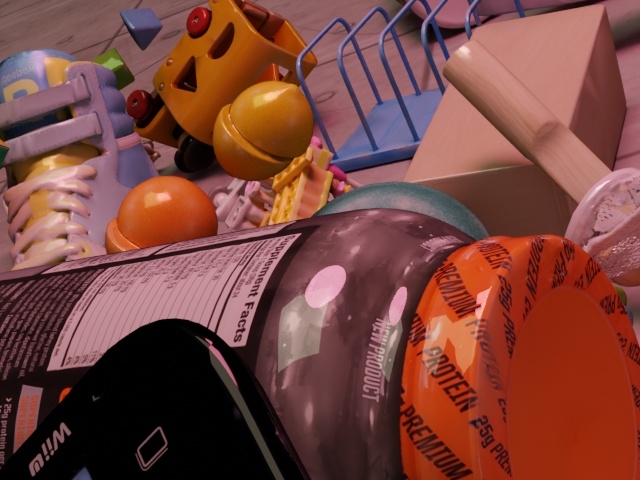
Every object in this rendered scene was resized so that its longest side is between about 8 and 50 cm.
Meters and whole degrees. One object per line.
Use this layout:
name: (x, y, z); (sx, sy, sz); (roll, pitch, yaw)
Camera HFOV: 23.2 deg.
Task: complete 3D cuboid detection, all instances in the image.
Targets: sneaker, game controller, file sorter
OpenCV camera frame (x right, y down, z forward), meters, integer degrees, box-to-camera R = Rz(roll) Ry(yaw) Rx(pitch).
sneaker: (-0.209, -0.025, 1.180); (0.127, 0.208, 0.319); (-17, 22, 12)
game controller: (-0.112, 0.178, 0.573); (0.319, 0.067, 0.166); (-47, 59, 20)
file sorter: (0.083, -0.140, 1.283); (0.170, 0.104, 0.118); (-10, 26, 31)

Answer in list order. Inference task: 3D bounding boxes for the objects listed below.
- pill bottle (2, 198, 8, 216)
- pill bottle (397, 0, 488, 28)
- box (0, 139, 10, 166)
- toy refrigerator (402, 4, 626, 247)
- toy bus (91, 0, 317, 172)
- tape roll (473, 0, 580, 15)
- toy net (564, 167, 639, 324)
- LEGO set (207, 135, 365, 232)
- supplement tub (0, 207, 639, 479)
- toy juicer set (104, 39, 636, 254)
pill bottle: (-0.225, -0.036, 1.422); (0.116, 0.065, 0.065); (-26, 21, -5)
pill bottle: (0.114, -0.290, 1.586); (0.117, 0.117, 0.208); (-25, 20, -2)
box: (-0.295, -0.036, 1.169); (0.105, 0.043, 0.179); (38, 105, 49)
toy refrigerator: (0.141, -0.065, 1.063); (0.102, 0.094, 0.269); (-8, 26, 20)
toy bus: (-0.096, -0.126, 1.433); (0.191, 0.202, 0.104); (-23, 50, -15)
tape roll: (0.234, -0.252, 1.353); (0.219, 0.072, 0.219); (-12, 10, 2)
toy net: (0.121, 0.020, 0.753); (0.122, 0.232, 0.045); (-6, 62, -13)
LEGO set: (0.000, 0.000, 1.101); (0.132, 0.107, 0.287); (-56, 20, 16)
supplement tub: (-0.037, 0.099, 0.701); (0.338, 0.207, 0.207); (-9, 26, 34)
toy juicer set: (0.029, -0.006, 0.923); (0.329, 0.209, 0.089); (-22, -18, 3)
